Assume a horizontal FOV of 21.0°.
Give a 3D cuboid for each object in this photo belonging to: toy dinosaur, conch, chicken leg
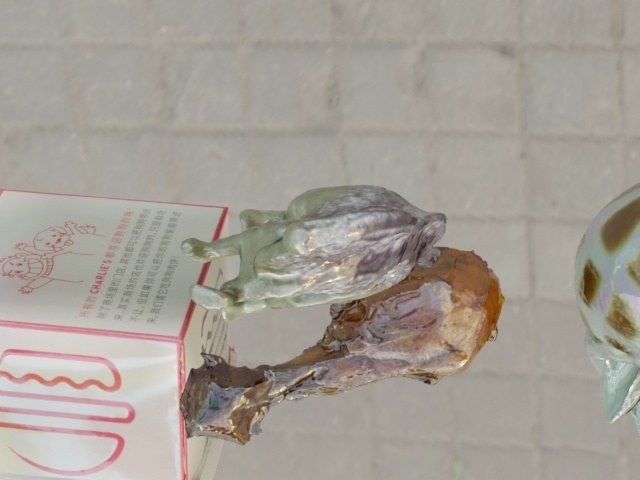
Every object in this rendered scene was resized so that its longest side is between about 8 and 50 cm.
[{"bbox_3d":[0.001,0.008,1.132,0.162,0.294,0.077,-10,96,14],"label":"toy dinosaur"},{"bbox_3d":[0.362,0.046,1.604,0.249,0.197,0.368,36,156,0],"label":"conch"},{"bbox_3d":[0.021,0.101,1.487,0.304,0.093,0.113,-24,104,-7],"label":"chicken leg"}]

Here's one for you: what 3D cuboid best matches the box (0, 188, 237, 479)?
[{"bbox_3d":[-0.273,0.144,2.068,0.312,0.314,0.300,5,122,6],"label":"box"}]
